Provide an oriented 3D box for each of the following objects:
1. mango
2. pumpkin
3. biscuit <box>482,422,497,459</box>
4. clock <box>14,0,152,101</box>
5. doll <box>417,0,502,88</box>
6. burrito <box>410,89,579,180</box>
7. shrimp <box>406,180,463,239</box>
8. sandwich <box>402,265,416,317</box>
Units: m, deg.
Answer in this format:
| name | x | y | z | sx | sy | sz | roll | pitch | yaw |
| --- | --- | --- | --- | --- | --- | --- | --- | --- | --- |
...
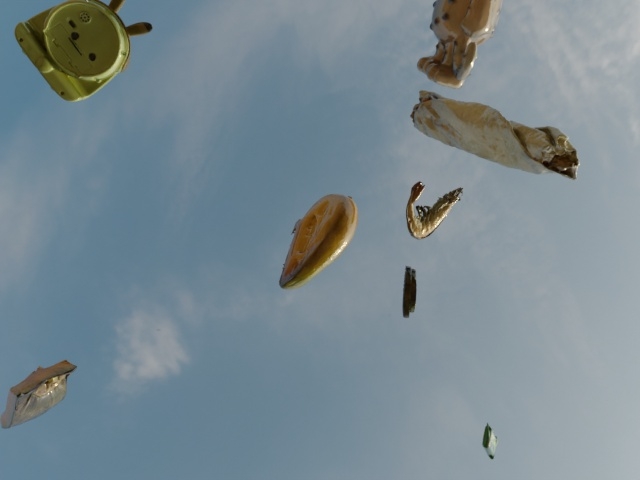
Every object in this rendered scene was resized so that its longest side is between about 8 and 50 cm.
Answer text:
| name | x | y | z | sx | sy | sz | roll | pitch | yaw |
| --- | --- | --- | --- | --- | --- | --- | --- | --- | --- |
| mango | 0.000 | 0.000 | 0.765 | 0.066 | 0.101 | 0.188 | 50 | -128 | -25 |
| pumpkin | -0.313 | 0.165 | 0.573 | 0.035 | 0.073 | 0.101 | 45 | -56 | 7 |
| biscuit | 0.323 | 0.385 | 1.003 | 0.016 | 0.089 | 0.046 | 5 | -122 | 29 |
| clock | -0.453 | -0.396 | 1.029 | 0.231 | 0.069 | 0.170 | -35 | -70 | -2 |
| doll | 0.188 | -0.327 | 0.631 | 0.119 | 0.154 | 0.278 | 8 | -68 | -13 |
| burrito | 0.290 | -0.204 | 0.957 | 0.076 | 0.117 | 0.392 | -42 | -141 | -7 |
| shrimp | 0.238 | -0.086 | 1.123 | 0.178 | 0.034 | 0.124 | -43 | -57 | -17 |
| sandwich | 0.177 | 0.097 | 1.044 | 0.026 | 0.069 | 0.101 | 3 | -141 | 9 |
